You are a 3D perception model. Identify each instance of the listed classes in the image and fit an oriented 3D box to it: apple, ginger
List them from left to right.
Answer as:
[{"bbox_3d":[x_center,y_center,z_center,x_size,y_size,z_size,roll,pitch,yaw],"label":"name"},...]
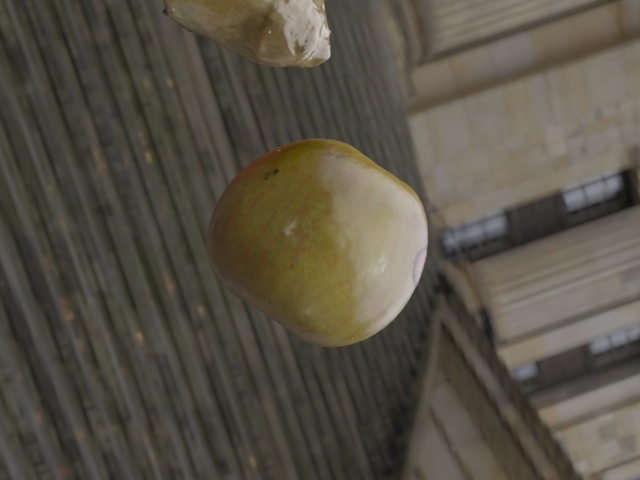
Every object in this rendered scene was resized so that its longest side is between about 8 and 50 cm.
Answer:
[{"bbox_3d":[-0.062,-0.211,1.230,0.122,0.115,0.193,41,18,26],"label":"ginger"},{"bbox_3d":[0.000,0.000,1.176,0.182,0.155,0.182,32,-3,2],"label":"apple"}]
